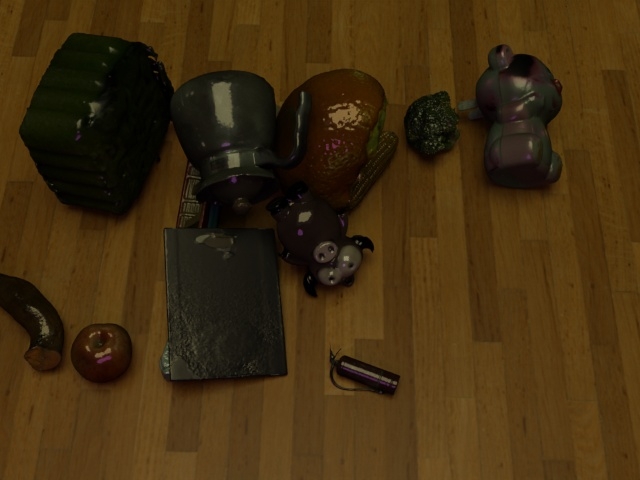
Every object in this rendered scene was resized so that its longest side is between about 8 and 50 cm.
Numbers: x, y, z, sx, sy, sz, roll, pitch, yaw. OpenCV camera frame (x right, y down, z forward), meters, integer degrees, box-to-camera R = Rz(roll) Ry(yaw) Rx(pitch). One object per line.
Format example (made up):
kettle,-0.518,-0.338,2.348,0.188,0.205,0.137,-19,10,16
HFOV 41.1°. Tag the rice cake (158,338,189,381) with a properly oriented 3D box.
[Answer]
rice cake,-0.282,0.198,1.783,0.063,0.069,0.206,11,59,8

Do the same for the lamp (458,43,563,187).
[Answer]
lamp,0.442,-0.279,1.990,0.248,0.247,0.300,-11,67,39

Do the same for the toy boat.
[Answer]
toy boat,-0.268,-0.097,1.916,0.080,0.136,0.391,21,63,-30

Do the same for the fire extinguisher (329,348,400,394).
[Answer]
fire extinguisher,0.081,0.278,1.758,0.157,0.045,0.078,20,85,8

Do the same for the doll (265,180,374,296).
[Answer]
doll,-0.001,-0.002,1.823,0.182,0.117,0.257,-36,105,-1

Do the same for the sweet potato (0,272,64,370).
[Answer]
sweet potato,-0.626,0.151,1.792,0.112,0.085,0.286,-42,69,-15

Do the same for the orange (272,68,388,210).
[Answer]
orange,-0.002,-0.228,1.876,0.196,0.334,0.262,17,46,-18

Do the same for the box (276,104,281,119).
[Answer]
box,-0.188,-0.289,2.051,0.201,0.058,0.141,29,65,15

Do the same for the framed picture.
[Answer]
framed picture,-0.199,0.127,1.780,0.244,0.013,0.323,0,71,-19

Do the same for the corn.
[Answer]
corn,0.103,-0.166,1.979,0.080,0.080,0.231,28,63,14

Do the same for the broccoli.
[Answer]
broccoli,0.263,-0.270,2.012,0.138,0.146,0.162,27,39,-22

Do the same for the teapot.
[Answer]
teapot,-0.150,-0.195,1.791,0.306,0.223,0.285,-12,75,4

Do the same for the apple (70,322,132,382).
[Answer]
apple,-0.448,0.229,1.743,0.126,0.102,0.126,0,61,0

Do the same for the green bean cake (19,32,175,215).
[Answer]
green bean cake,-0.470,-0.248,1.883,0.218,0.335,0.319,10,64,15
